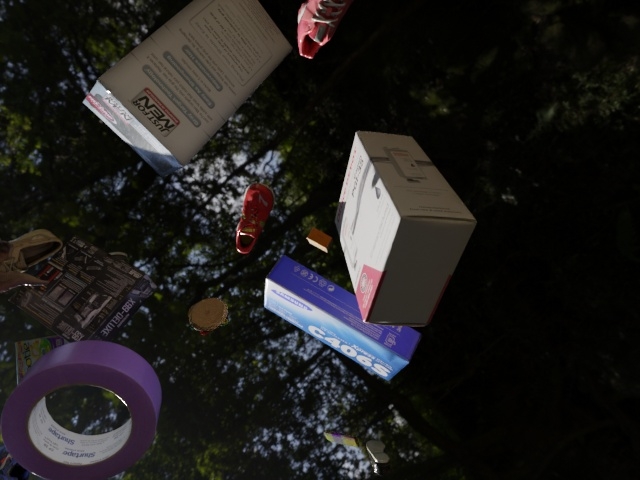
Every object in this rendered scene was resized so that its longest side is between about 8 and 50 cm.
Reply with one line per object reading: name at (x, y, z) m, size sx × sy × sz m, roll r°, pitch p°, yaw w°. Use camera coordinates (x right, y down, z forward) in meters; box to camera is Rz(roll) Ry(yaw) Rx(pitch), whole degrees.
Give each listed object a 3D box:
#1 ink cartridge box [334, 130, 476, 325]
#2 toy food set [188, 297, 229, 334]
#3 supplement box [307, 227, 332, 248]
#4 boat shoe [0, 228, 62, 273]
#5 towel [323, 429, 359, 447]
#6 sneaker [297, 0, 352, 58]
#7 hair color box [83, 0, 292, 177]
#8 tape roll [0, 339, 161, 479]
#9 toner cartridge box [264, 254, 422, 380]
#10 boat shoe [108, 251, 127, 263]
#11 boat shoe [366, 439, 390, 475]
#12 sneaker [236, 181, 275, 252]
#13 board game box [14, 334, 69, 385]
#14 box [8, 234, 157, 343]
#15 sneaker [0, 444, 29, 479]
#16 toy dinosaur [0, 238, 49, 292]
ink cartridge box at (0.117, -0.030, 0.741) m, size 0.117 × 0.207 × 0.283 m, roll 4°, pitch -145°, yaw -13°
toy food set at (-0.230, 0.154, 0.909) m, size 0.083 × 0.020 × 0.083 m, roll -19°, pitch -132°, yaw -9°
supplement box at (0.000, 0.000, 1.246) m, size 0.062 × 0.036 × 0.098 m, roll 29°, pitch 174°, yaw 7°
boat shoe at (-1.023, 0.061, 1.474) m, size 0.098 × 0.109 × 0.302 m, roll 23°, pitch -140°, yaw 29°
towel at (0.053, 0.486, 1.085) m, size 0.083 × 0.060 × 0.009 m, roll 2°, pitch -134°, yaw 20°
sneaker at (0.022, -0.547, 1.052) m, size 0.116 × 0.136 × 0.314 m, roll 14°, pitch 166°, yaw -16°
hair color box at (-0.232, -0.320, 0.842) m, size 0.113 × 0.374 × 0.185 m, roll -6°, pitch 134°, yaw 50°
tape roll at (-0.468, 0.344, 0.889) m, size 0.274 × 0.275 × 0.090 m, roll 26°, pitch -172°, yaw -19°
toner cartridge box at (0.038, 0.179, 1.003) m, size 0.347 × 0.165 × 0.075 m, roll 29°, pitch -122°, yaw 9°
boat shoe at (-0.682, 0.109, 1.389) m, size 0.081 × 0.227 × 0.069 m, roll 23°, pitch -135°, yaw -47°
boat shoe at (0.142, 0.534, 1.094) m, size 0.048 × 0.042 × 0.133 m, roll -1°, pitch 179°, yaw -4°
sneaker at (-0.223, -0.067, 1.490) m, size 0.107 × 0.279 × 0.118 m, roll 14°, pitch -142°, yaw -8°
board game box at (-0.807, 0.365, 1.378) m, size 0.144 × 0.275 × 0.142 m, roll 2°, pitch -103°, yaw -59°
box at (-0.645, 0.144, 1.207) m, size 0.307 × 0.242 × 0.076 m, roll 22°, pitch 151°, yaw 22°
sneaker at (-0.739, 0.555, 1.059) m, size 0.087 × 0.083 × 0.221 m, roll -21°, pitch -161°, yaw -19°
toy dinosaur at (-0.698, 0.074, 0.832) m, size 0.127 × 0.200 × 0.295 m, roll 12°, pitch 166°, yaw 34°
